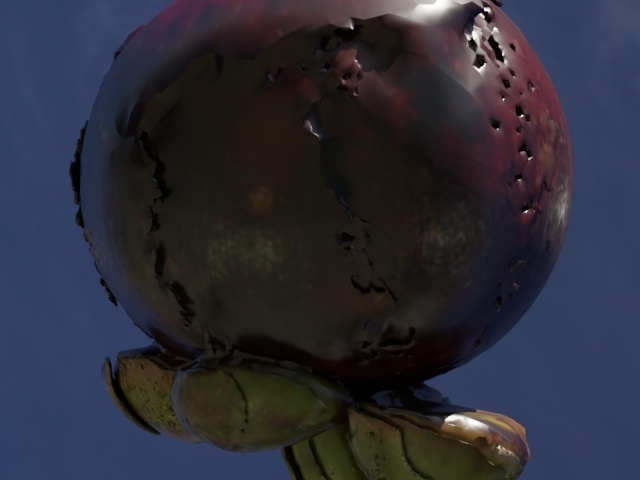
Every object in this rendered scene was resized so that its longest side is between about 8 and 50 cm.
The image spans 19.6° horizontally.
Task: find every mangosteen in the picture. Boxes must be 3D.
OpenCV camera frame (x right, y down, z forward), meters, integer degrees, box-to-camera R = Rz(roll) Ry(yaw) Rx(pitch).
[{"bbox_3d":[0.000,0.000,0.581,0.166,0.166,0.180,-3,-98,32],"label":"mangosteen"}]
